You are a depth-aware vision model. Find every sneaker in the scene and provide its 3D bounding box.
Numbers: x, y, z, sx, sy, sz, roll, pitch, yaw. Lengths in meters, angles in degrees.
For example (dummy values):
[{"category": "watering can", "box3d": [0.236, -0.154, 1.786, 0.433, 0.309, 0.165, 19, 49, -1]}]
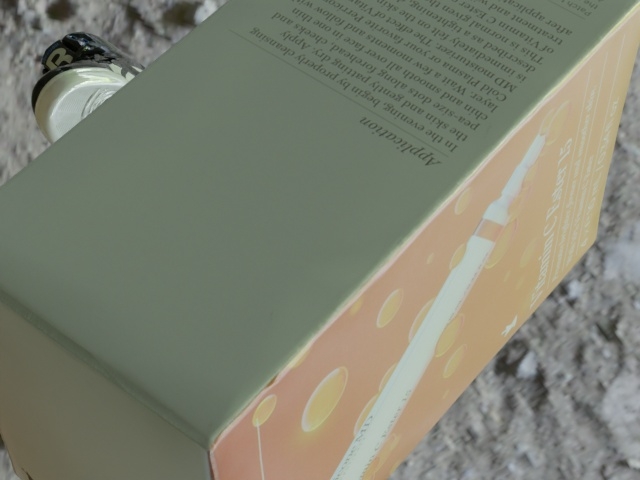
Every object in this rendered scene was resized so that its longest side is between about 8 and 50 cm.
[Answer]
[{"category": "sneaker", "box3d": [-0.203, -0.126, 1.166, 0.121, 0.217, 0.079, 38, 101, 18]}]

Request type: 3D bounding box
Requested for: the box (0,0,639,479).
[{"category": "box", "box3d": [0.000, 0.000, 0.737, 0.168, 0.215, 0.345, 32, 59, 23]}]
